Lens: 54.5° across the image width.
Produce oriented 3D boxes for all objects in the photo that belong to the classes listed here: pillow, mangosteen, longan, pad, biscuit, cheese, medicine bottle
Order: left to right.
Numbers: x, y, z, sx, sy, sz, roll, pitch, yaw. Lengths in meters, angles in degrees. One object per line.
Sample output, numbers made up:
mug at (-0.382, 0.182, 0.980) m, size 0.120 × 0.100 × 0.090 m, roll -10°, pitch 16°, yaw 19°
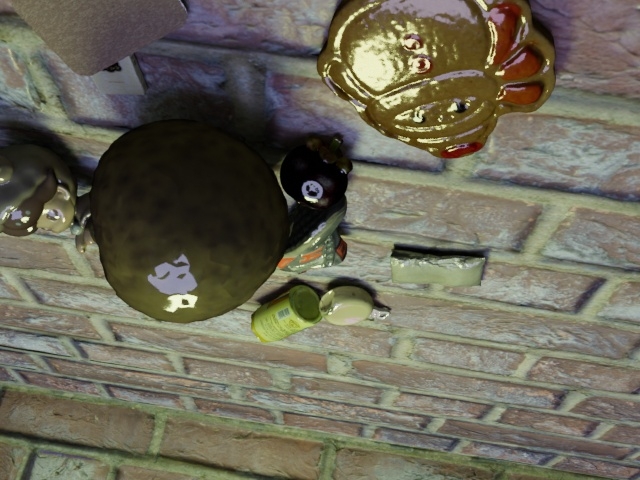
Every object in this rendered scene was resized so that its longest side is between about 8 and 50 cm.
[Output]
pad at (-0.356, -0.371, 0.995) m, size 0.266 × 0.002 × 0.176 m, roll -16°, pitch 133°, yaw 27°
longan at (-0.249, -0.034, 1.178) m, size 0.391 × 0.391 × 0.391 m, roll 7°, pitch 148°, yaw 4°
medicine bottle at (-0.102, 0.215, 1.783) m, size 0.124 × 0.124 × 0.239 m, roll 29°, pitch 144°, yaw -27°
mangosteen at (-0.003, -0.137, 1.210) m, size 0.137 × 0.137 × 0.151 m, roll 27°, pitch 110°, yaw -26°
cheese at (0.105, 0.189, 1.723) m, size 0.227 × 0.064 × 0.137 m, roll 17°, pitch 133°, yaw -35°
pillow at (0.285, 0.074, 1.522) m, size 0.230 × 0.050 × 0.148 m, roll 4°, pitch 154°, yaw 9°
biscuit at (0.189, -0.266, 1.001) m, size 0.359 × 0.074 × 0.381 m, roll -7°, pitch 141°, yaw 28°

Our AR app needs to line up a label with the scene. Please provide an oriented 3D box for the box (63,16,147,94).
box at (-0.372, -0.324, 1.090) m, size 0.090 × 0.024 × 0.167 m, roll 3°, pitch 147°, yaw 7°

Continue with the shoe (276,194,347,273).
shoe at (0.000, 0.000, 1.416) m, size 0.171 × 0.132 × 0.336 m, roll 19°, pitch 149°, yaw -24°

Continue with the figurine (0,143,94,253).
figurine at (-0.579, -0.091, 1.375) m, size 0.381 × 0.203 × 0.248 m, roll 15°, pitch 156°, yaw -30°
